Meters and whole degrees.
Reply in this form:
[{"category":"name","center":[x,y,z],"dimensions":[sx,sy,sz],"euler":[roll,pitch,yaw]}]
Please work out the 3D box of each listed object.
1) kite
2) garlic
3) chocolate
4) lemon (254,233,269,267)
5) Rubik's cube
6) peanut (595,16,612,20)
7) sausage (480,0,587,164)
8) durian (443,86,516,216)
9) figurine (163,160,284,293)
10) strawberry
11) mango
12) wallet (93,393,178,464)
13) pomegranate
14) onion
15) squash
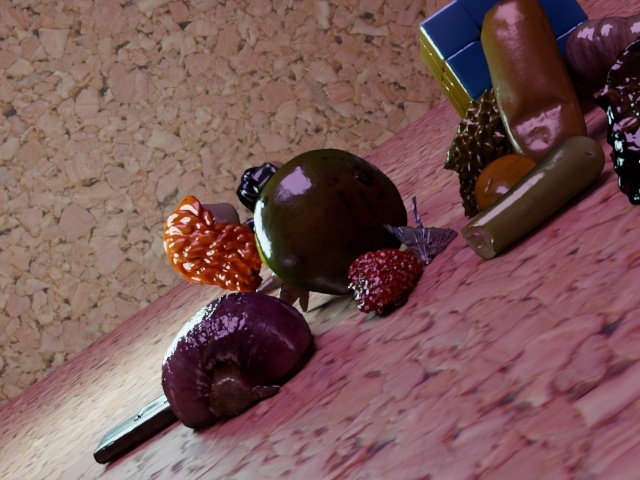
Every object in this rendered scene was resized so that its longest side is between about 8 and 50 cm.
[{"category":"kite","center":[0.174,-0.019,1.646],"dimensions":[0.011,0.139,0.157],"euler":[111,157,-47]},{"category":"garlic","center":[0.545,-0.309,1.655],"dimensions":[0.245,0.160,0.245],"euler":[-11,-5,-1]},{"category":"chocolate","center":[0.445,-0.176,1.204],"dimensions":[0.224,0.177,0.206],"euler":[-37,9,-8]},{"category":"lemon","center":[-0.032,-0.017,2.060],"dimensions":[0.204,0.204,0.260],"euler":[-27,-7,42]},{"category":"Rubik's cube","center":[0.404,-0.393,2.025],"dimensions":[0.290,0.292,0.291],"euler":[-35,-4,4]},{"category":"peanut","center":[0.629,-0.452,2.316],"dimensions":[0.263,0.101,0.117],"euler":[-32,-17,34]},{"category":"sausage","center":[0.372,-0.255,1.650],"dimensions":[0.134,0.354,0.116],"euler":[-17,-23,18]},{"category":"durian","center":[0.331,-0.176,1.765],"dimensions":[0.306,0.172,0.166],"euler":[-50,-9,-33]},{"category":"figurine","center":[-0.176,-0.032,2.341],"dimensions":[0.412,0.306,0.241],"euler":[-35,-1,-15]},{"category":"strawberry","center":[0.102,0.057,1.547],"dimensions":[0.121,0.082,0.188],"euler":[-30,6,11]},{"category":"mango","center":[0.302,-0.082,1.538],"dimensions":[0.115,0.089,0.165],"euler":[-18,20,34]},{"category":"wallet","center":[-0.309,0.324,1.752],"dimensions":[0.230,0.042,0.124],"euler":[-35,11,8]},{"category":"pomegranate","center":[0.003,-0.024,1.760],"dimensions":[0.291,0.291,0.323],"euler":[-40,1,-34]},{"category":"onion","center":[-0.143,0.163,1.628],"dimensions":[0.267,0.159,0.349],"euler":[-29,10,15]},{"category":"squash","center":[0.323,-0.067,1.411],"dimensions":[0.250,0.083,0.083],"euler":[-39,9,-9]}]
